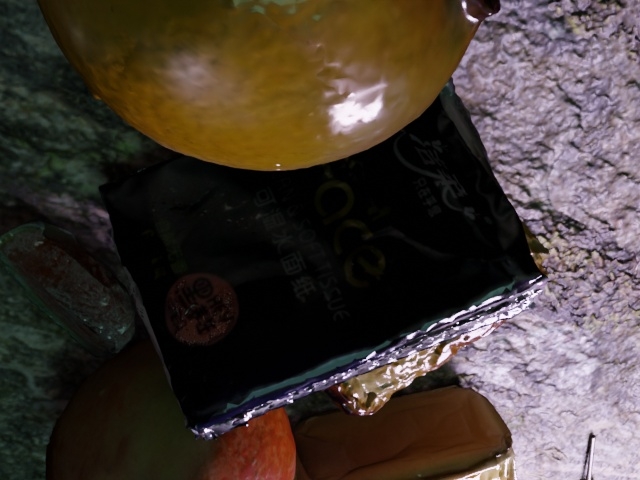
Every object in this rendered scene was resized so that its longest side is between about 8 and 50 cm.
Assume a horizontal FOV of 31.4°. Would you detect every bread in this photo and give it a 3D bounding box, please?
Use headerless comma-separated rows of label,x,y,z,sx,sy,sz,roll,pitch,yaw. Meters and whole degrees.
bread,0.089,0.249,1.259,0.241,0.136,0.107,-10,128,-17

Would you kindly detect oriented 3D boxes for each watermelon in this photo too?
watermelon,-0.199,0.050,0.999,0.071,0.139,0.187,-49,141,-16

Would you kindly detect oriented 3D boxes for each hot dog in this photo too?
hot dog,0.097,0.055,1.134,0.259,0.114,0.175,-36,126,3

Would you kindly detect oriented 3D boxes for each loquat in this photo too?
loquat,-0.055,-0.210,0.755,0.359,0.328,0.328,14,132,22

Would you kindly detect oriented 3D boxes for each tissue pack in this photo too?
tissue pack,0.000,0.000,0.971,0.332,0.245,0.123,-21,163,-6

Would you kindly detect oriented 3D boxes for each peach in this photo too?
peach,-0.133,0.191,1.080,0.232,0.257,0.232,13,140,12

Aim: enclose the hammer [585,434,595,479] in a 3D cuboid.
hammer,0.351,0.296,1.483,0.035,0.019,0.110,-13,127,-14
